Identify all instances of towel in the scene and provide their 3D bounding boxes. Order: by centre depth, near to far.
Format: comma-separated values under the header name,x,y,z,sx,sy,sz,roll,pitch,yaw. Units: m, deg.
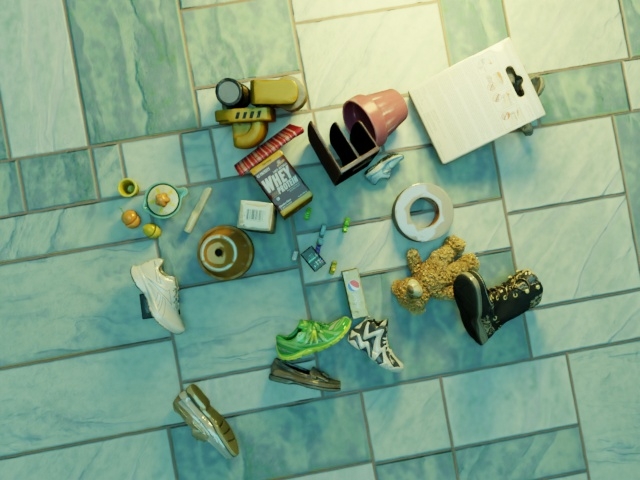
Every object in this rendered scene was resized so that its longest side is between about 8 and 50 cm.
name,x,y,z,sx,sy,sz,roll,pitch,yaw
towel,-0.185,-0.326,1.809,0.275,0.199,0.031,-37,111,-2

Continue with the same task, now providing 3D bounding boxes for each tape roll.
name,x,y,z,sx,sy,sz,roll,pitch,yaw
tape roll,0.379,-0.102,1.883,0.220,0.072,0.218,0,89,-1

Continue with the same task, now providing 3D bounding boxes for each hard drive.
name,x,y,z,sx,sy,sz,roll,pitch,yaw
hard drive,-0.591,0.235,1.865,0.135,0.022,0.094,-7,89,-2

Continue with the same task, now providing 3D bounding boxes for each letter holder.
name,x,y,z,sx,sy,sz,roll,pitch,yaw
letter holder,0.067,-0.335,1.759,0.152,0.302,0.214,-32,90,-2

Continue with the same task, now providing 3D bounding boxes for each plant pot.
name,x,y,z,sx,sy,sz,roll,pitch,yaw
plant pot,-0.345,0.044,1.795,0.205,0.188,0.204,0,89,-2
plant pot,0.208,-0.451,1.832,0.180,0.201,0.201,-32,90,-17

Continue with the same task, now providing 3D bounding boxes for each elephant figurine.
name,x,y,z,sx,sy,sz,roll,pitch,yaw
elephant figurine,0.742,-0.544,1.875,0.240,0.169,0.186,34,127,-8

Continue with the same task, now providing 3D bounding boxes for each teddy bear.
name,x,y,z,sx,sy,sz,roll,pitch,yaw
teddy bear,0.424,0.124,1.863,0.338,0.113,0.244,-19,88,-3

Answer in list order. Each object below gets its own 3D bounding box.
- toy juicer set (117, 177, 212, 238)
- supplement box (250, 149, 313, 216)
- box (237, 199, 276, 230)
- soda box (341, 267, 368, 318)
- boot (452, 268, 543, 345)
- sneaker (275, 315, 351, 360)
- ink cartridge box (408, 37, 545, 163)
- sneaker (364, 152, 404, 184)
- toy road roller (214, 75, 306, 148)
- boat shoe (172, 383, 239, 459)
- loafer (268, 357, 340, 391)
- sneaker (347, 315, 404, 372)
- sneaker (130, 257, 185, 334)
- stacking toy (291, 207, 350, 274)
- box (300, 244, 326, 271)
name,x,y,z,sx,sy,sz,roll,pitch,yaw
toy juicer set,-0.573,-0.108,1.838,0.330,0.089,0.209,5,89,-3
supplement box,-0.135,-0.193,1.805,0.129,0.191,0.194,-36,90,-2
box,-0.214,-0.076,1.758,0.113,0.275,0.094,6,89,-3
soda box,0.127,0.196,1.876,0.062,0.058,0.181,-13,89,-2
boot,0.632,0.187,1.789,0.284,0.138,0.377,-30,130,-6
sneaker,-0.027,0.338,1.842,0.296,0.109,0.123,-23,94,-2
ink cartridge box,0.556,-0.494,1.831,0.385,0.091,0.307,-25,89,16
sneaker,0.245,-0.268,1.896,0.162,0.063,0.073,-34,108,2
toy road roller,-0.210,-0.451,1.809,0.330,0.202,0.240,-2,101,3
boat shoe,-0.413,0.669,1.829,0.103,0.113,0.302,-39,80,-1
loafer,-0.053,0.492,1.850,0.268,0.096,0.084,10,83,0
sneaker,0.233,0.367,1.858,0.235,0.094,0.153,35,97,9
sneaker,-0.557,0.197,1.805,0.129,0.111,0.296,-29,91,-8
stacking toy,0.000,0.000,1.881,0.167,0.052,0.220,16,87,-4
box,-0.026,0.066,1.818,0.052,0.062,0.083,-40,91,-6
